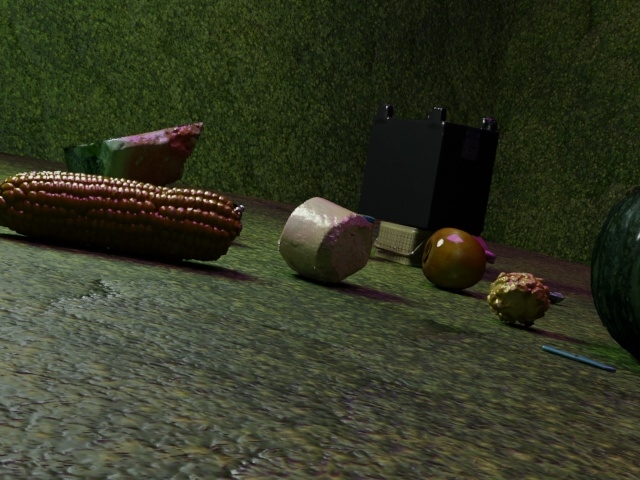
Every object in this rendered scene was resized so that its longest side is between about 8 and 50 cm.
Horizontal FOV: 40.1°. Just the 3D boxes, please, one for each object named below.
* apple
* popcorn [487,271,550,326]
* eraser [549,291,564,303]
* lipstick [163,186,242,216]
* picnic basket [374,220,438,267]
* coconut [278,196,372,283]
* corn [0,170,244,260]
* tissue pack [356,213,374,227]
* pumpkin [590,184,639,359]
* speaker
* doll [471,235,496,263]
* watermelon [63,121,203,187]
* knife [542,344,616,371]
[{"bbox_3d":[0.225,0.037,1.485,0.102,0.099,0.114,17,-22,-5],"label":"apple"},{"bbox_3d":[0.269,0.080,1.186,0.082,0.083,0.057,-21,23,25],"label":"popcorn"},{"bbox_3d":[0.398,0.100,1.616,0.099,0.019,0.027,11,18,-10],"label":"eraser"},{"bbox_3d":[-0.296,-0.070,1.640,0.077,0.077,0.418,7,5,-44],"label":"lipstick"},{"bbox_3d":[0.206,0.011,1.877,0.164,0.079,0.115,7,6,-45],"label":"picnic basket"},{"bbox_3d":[0.000,0.000,1.248,0.122,0.116,0.116,22,10,40],"label":"coconut"},{"bbox_3d":[-0.257,-0.034,1.114,0.313,0.102,0.102,10,4,-17],"label":"corn"},{"bbox_3d":[0.040,-0.017,1.774,0.111,0.085,0.079,6,5,-43],"label":"tissue pack"},{"bbox_3d":[0.443,0.031,1.072,0.197,0.263,0.293,5,4,-3],"label":"pumpkin"},{"bbox_3d":[0.232,-0.154,1.892,0.184,0.253,0.232,5,6,-38],"label":"speaker"},{"bbox_3d":[0.314,0.010,2.104,0.211,0.093,0.262,18,6,30],"label":"doll"},{"bbox_3d":[-0.316,-0.153,1.609,0.257,0.139,0.193,-24,22,-29],"label":"watermelon"},{"bbox_3d":[0.291,0.133,0.989,0.014,0.005,0.091,5,8,-45],"label":"knife"}]
